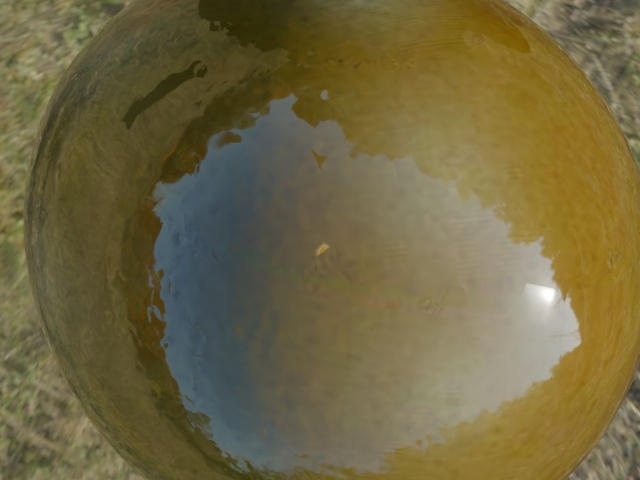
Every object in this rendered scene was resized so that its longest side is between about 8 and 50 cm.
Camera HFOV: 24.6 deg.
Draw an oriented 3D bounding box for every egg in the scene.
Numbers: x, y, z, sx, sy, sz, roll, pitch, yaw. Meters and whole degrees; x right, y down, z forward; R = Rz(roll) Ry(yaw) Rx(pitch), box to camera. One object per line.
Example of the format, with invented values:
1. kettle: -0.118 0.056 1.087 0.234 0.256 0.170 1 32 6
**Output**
1. egg: 0.000 0.000 0.713 0.282 0.351 0.283 -16 118 -33
